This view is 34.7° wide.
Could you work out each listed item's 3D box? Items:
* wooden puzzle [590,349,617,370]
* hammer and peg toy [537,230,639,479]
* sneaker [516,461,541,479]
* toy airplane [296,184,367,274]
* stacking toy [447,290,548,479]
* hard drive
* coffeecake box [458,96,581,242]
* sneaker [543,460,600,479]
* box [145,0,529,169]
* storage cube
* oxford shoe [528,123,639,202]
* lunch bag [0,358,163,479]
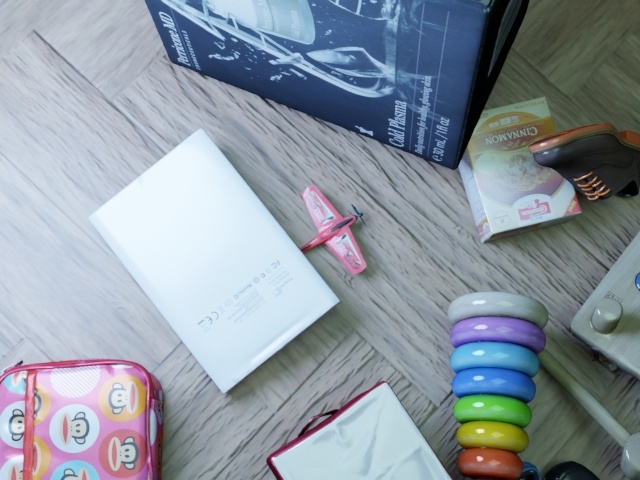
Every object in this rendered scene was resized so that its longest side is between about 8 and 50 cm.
[{"bbox_3d":[0.424,0.152,1.518,0.049,0.006,0.083,-3,77,-6],"label":"wooden puzzle"},{"bbox_3d":[0.485,0.138,1.431,0.266,0.127,0.361,37,73,20],"label":"hammer and peg toy"},{"bbox_3d":[0.256,0.407,1.411,0.069,0.082,0.209,19,78,-2],"label":"sneaker"},{"bbox_3d":[0.000,0.000,1.504,0.151,0.028,0.151,1,77,-4],"label":"toy airplane"},{"bbox_3d":[0.236,0.242,1.393,0.141,0.141,0.330,7,69,-3],"label":"stacking toy"},{"bbox_3d":[-0.152,0.028,1.463,0.210,0.040,0.318,-39,83,-1],"label":"hard drive"},{"bbox_3d":[0.289,-0.105,1.532,0.142,0.068,0.185,-14,80,-9],"label":"coffeecake box"},{"bbox_3d":[0.404,0.433,1.395,0.107,0.124,0.283,-23,80,-10],"label":"sneaker"},{"bbox_3d":[0.028,-0.372,1.323,0.472,0.480,0.297,23,76,10],"label":"box"},{"bbox_3d":[0.055,0.319,1.356,0.184,0.193,0.215,-32,81,-11],"label":"storage cube"},{"bbox_3d":[0.394,-0.108,1.469,0.271,0.097,0.098,-1,80,-45],"label":"oxford shoe"},{"bbox_3d":[-0.343,0.307,1.369,0.258,0.120,0.293,-3,76,-1],"label":"lunch bag"}]
